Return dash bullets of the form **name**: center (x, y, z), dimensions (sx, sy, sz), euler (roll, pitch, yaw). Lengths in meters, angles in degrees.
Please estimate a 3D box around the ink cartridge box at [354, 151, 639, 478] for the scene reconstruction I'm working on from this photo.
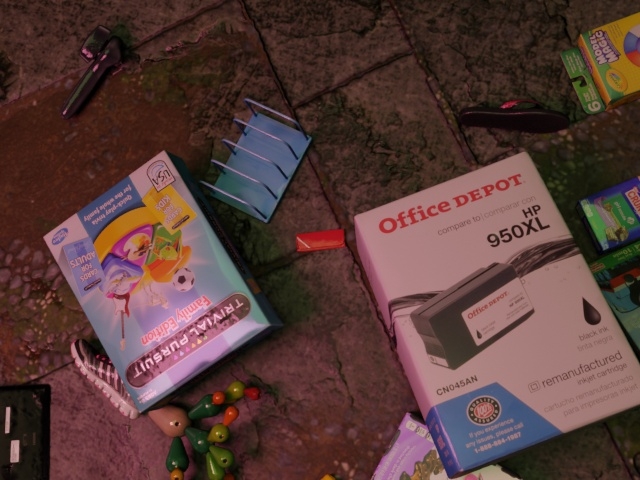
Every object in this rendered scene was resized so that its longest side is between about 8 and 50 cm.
- **ink cartridge box**: center (0.248, 0.107, 1.133), dimensions (0.286, 0.166, 0.394), euler (-21, 69, -2)

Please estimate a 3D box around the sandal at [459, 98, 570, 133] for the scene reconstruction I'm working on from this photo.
- **sandal**: center (0.320, -0.211, 1.270), dimensions (0.179, 0.067, 0.040), euler (7, 69, 13)

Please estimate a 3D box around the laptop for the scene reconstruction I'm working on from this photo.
- **laptop**: center (-0.608, 0.375, 1.339), dimensions (0.265, 0.136, 0.234), euler (0, 79, -16)

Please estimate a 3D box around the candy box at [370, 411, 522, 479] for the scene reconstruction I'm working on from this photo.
- **candy box**: center (0.181, 0.381, 1.174), dimensions (0.196, 0.070, 0.164), euler (28, 84, 14)

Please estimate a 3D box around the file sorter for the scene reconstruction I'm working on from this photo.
- **file sorter**: center (-0.110, -0.137, 1.306), dimensions (0.118, 0.104, 0.170), euler (26, 84, 13)

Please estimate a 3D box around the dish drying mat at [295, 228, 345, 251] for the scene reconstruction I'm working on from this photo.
- **dish drying mat**: center (0.000, 0.000, 1.310), dimensions (0.083, 0.008, 0.032), euler (-6, 77, 8)

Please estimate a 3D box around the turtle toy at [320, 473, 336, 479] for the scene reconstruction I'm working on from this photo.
- **turtle toy**: center (0.014, 0.432, 1.194), dimensions (0.130, 0.066, 0.095), euler (42, 88, 14)

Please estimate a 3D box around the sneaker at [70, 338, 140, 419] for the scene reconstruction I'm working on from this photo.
- **sneaker**: center (-0.345, 0.218, 1.300), dimensions (0.170, 0.063, 0.075), euler (43, 89, 9)

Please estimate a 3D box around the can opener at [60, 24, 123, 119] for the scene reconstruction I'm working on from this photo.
- **can opener**: center (-0.425, -0.302, 1.419), dimensions (0.073, 0.059, 0.186), euler (31, 96, -13)

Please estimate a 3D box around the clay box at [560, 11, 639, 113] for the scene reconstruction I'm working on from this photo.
- **clay box**: center (0.521, -0.302, 1.257), dimensions (0.222, 0.053, 0.127), euler (-20, 76, 4)

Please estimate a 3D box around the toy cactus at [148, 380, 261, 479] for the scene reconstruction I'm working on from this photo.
- **toy cactus**: center (-0.199, 0.312, 1.251), dimensions (0.181, 0.112, 0.219), euler (23, 86, 32)

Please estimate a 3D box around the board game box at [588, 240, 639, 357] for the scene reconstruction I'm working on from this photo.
- **board game box**: center (0.521, 0.093, 1.152), dimensions (0.160, 0.039, 0.211), euler (-26, 55, 4)

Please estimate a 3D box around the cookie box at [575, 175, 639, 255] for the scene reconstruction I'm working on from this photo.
- **cookie box**: center (0.475, -0.040, 1.221), dimensions (0.107, 0.040, 0.091), euler (-23, 76, 4)

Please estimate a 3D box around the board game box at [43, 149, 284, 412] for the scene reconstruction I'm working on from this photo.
- **board game box**: center (-0.256, 0.064, 1.244), dimensions (0.254, 0.079, 0.336), euler (-35, 77, 7)
